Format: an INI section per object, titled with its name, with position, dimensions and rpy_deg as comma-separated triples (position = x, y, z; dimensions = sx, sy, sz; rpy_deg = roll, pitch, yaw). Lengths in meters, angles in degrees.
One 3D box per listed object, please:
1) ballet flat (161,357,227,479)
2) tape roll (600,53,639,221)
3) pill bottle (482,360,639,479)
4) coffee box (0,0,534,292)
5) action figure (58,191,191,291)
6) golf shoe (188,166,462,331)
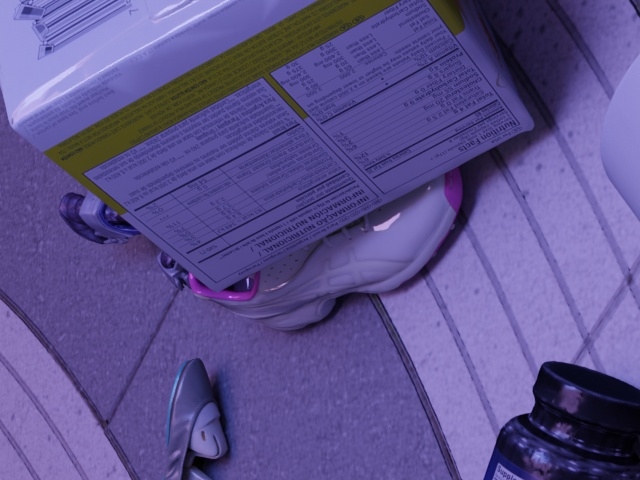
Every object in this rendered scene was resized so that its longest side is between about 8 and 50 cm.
[ballet flat]
position = -0.129, 0.230, 1.784
dimensions = 0.068, 0.072, 0.213
rpy_deg = 15, 96, 22
[tape roll]
position = 0.334, -0.055, 1.155
dimensions = 0.246, 0.246, 0.169
rpy_deg = -52, 49, 29
[pill bottle]
position = 0.186, 0.214, 1.368
dimensions = 0.123, 0.123, 0.219
rpy_deg = 28, 103, 48
[coffee box]
position = -0.066, -0.219, 1.489
dimensions = 0.338, 0.334, 0.337
rpy_deg = -28, 54, 14
[action figure]
position = -0.144, -0.043, 1.792
dimensions = 0.285, 0.099, 0.185
rpy_deg = 3, 56, 50
[golf shoe]
position = 0.000, 0.000, 1.611
dimensions = 0.306, 0.140, 0.115
rpy_deg = -34, 58, 38
